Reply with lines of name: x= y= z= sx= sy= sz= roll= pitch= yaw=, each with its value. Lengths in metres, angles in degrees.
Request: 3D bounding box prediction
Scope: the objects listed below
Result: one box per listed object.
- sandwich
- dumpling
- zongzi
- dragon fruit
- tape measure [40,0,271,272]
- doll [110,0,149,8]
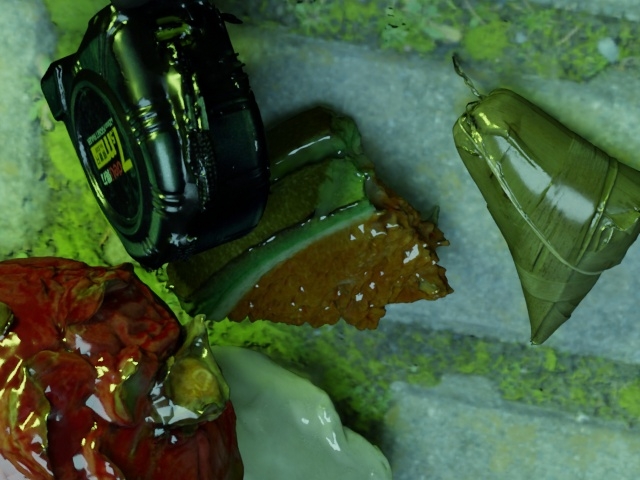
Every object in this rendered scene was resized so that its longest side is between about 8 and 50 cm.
sandwich: x=-0.008 y=0.004 z=1.376 sx=0.185 sy=0.109 sz=0.160 roll=-34 pitch=127 yaw=21
dumpling: x=-0.048 y=0.173 z=1.451 sx=0.250 sy=0.132 sz=0.162 roll=26 pitch=129 yaw=13
zongzi: x=0.135 y=-0.021 z=1.353 sx=0.189 sy=0.081 sz=0.178 roll=33 pitch=128 yaw=-1
dragon fruit: x=-0.204 y=0.155 z=1.318 sx=0.277 sy=0.277 sz=0.342 roll=43 pitch=123 yaw=-13
tape measure: x=-0.111 y=-0.075 z=1.283 sx=0.112 sy=0.199 sz=0.186 roll=-18 pitch=86 yaw=-24
doll: x=-0.162 y=-0.339 z=1.140 sx=0.382 sy=0.252 sz=0.378 roll=-7 pitch=116 yaw=6
